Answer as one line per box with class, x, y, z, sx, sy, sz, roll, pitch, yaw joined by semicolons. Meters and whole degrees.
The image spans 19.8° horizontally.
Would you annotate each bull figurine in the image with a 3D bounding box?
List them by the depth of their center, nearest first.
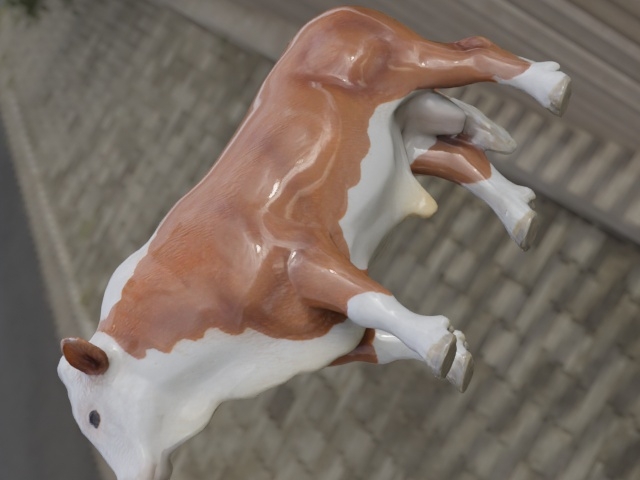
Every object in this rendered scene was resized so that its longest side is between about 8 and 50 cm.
bull figurine;0.000;0.000;0.931;0.101;0.188;0.310;83;-152;-54
